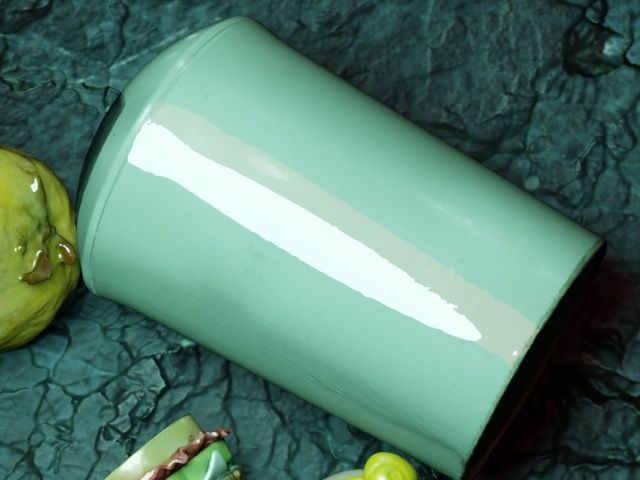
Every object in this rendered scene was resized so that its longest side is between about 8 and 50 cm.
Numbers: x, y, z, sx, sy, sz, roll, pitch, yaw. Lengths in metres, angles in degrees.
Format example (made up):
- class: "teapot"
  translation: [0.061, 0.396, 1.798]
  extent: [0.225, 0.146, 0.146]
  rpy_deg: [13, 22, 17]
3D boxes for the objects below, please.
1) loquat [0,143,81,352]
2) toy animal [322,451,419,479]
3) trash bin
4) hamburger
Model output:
- class: "loquat"
  translation: [-0.325, 0.011, 1.676]
  extent: [0.238, 0.238, 0.193]
  rpy_deg: [-11, 80, 1]
- class: "toy animal"
  translation: [0.010, 0.265, 1.548]
  extent: [0.149, 0.248, 0.165]
  rpy_deg: [-6, 94, 38]
- class: "trash bin"
  translation: [0.000, 0.000, 1.628]
  extent: [0.432, 0.280, 0.280]
  rpy_deg: [30, 74, 13]
- class: "hamburger"
  translation: [-0.122, 0.243, 1.610]
  extent: [0.175, 0.175, 0.137]
  rpy_deg: [-38, 84, -9]
